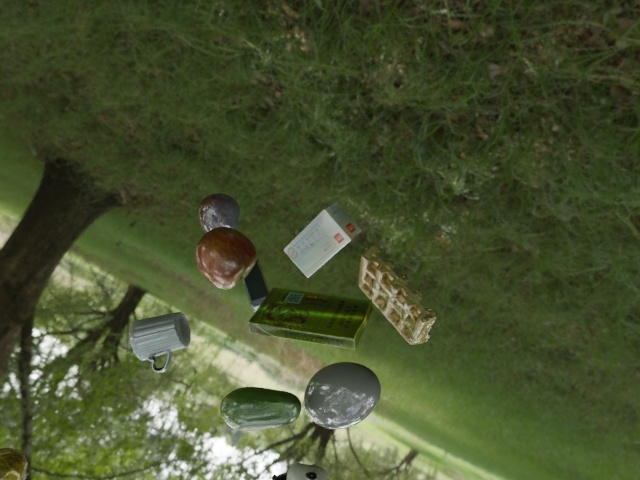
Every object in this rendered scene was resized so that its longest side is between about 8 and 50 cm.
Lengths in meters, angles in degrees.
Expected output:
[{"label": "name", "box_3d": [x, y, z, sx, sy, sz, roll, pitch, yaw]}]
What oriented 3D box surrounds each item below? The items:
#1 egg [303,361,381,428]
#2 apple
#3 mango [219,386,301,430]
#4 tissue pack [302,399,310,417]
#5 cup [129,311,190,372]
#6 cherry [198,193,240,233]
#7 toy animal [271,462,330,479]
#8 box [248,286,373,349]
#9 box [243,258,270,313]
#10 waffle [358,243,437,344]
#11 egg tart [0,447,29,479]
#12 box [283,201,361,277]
[{"label": "egg", "box_3d": [0.062, 0.424, 1.554, 0.231, 0.176, 0.176, -31, 129, 27]}, {"label": "apple", "box_3d": [-0.299, 0.052, 1.764, 0.173, 0.188, 0.188, 37, 166, 7]}, {"label": "mango", "box_3d": [-0.158, 0.452, 1.526, 0.250, 0.114, 0.156, -15, 140, 23]}, {"label": "tissue pack", "box_3d": [0.056, 0.629, 2.282, 0.226, 0.183, 0.092, 6, -144, -47]}, {"label": "cup", "box_3d": [-0.644, 0.411, 2.307, 0.201, 0.221, 0.167, -15, -170, 7]}, {"label": "cherry", "box_3d": [-0.374, -0.088, 2.052, 0.139, 0.176, 0.176, 0, 151, 34]}, {"label": "toy animal", "box_3d": [-0.070, 0.954, 2.160, 0.187, 0.235, 0.165, 38, -155, -27]}, {"label": "box", "box_3d": [-0.026, 0.210, 1.560, 0.310, 0.173, 0.043, 5, 123, 21]}, {"label": "box", "box_3d": [-0.260, 0.193, 2.296, 0.144, 0.090, 0.201, 84, 165, -64]}, {"label": "waffle", "box_3d": [0.263, 0.205, 2.000, 0.348, 0.077, 0.304, 48, 162, 21]}, {"label": "egg tart", "box_3d": [-1.062, 0.809, 1.846, 0.098, 0.232, 0.252, 15, -157, 26]}, {"label": "box", "box_3d": [0.000, 0.000, 1.846, 0.135, 0.079, 0.269, 49, 132, 3]}]
